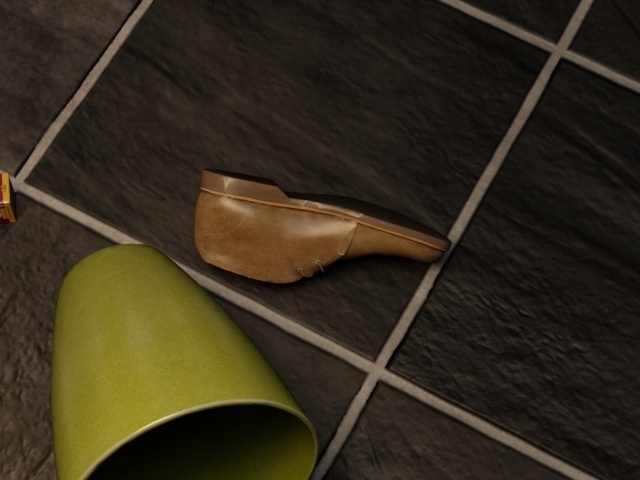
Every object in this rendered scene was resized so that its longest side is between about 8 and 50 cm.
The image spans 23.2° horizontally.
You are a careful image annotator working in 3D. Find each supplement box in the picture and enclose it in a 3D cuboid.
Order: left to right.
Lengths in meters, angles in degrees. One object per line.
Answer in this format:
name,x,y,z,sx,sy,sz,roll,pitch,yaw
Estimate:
supplement box,-0.409,-0.047,1.863,0.083,0.055,0.043,-6,65,-3

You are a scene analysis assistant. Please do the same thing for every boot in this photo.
boot,0.000,0.000,1.845,0.305,0.112,0.115,12,95,-1

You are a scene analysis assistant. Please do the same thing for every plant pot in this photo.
plant pot,-0.182,0.151,1.682,0.275,0.274,0.293,-20,52,-10
